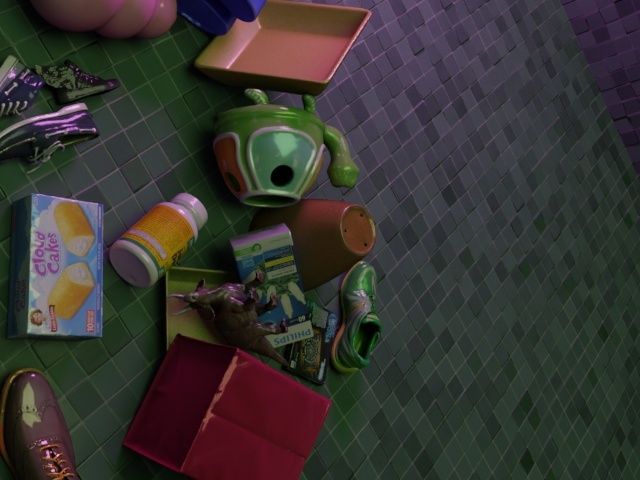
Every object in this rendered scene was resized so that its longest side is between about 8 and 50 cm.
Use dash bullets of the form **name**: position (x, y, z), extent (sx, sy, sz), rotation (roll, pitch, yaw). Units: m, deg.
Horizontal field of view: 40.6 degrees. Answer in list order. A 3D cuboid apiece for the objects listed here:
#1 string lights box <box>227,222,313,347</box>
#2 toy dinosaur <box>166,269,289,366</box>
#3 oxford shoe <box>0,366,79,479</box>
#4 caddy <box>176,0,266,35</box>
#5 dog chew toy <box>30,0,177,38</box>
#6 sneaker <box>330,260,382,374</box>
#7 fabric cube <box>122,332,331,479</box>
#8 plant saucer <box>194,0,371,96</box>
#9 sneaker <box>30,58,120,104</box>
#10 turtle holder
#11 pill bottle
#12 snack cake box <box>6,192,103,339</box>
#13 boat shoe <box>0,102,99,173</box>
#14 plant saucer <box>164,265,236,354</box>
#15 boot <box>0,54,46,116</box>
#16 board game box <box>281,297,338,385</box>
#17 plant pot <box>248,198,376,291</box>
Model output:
- **string lights box**: position (-0.110, 0.105, 1.939), extent (0.133, 0.077, 0.260), rotation (-16, 110, -10)
- **toy dinosaur**: position (-0.171, 0.163, 1.858), extent (0.313, 0.160, 0.121), rotation (51, 25, -37)
- **oxford shoe**: position (-0.480, 0.403, 1.552), extent (0.130, 0.132, 0.364), rotation (-12, 88, -44)
- **caddy**: position (-0.253, -0.628, 1.952), extent (0.341, 0.241, 0.179), rotation (35, 62, -33)
- **dog chew toy**: position (-0.435, -0.511, 1.786), extent (0.332, 0.206, 0.207), rotation (9, 73, -51)
- **sneaker**: position (0.111, 0.194, 2.181), extent (0.109, 0.123, 0.296), rotation (27, 62, -36)
- **fabric cube**: position (-0.186, 0.362, 1.731), extent (0.258, 0.254, 0.259), rotation (35, 72, -31)
- **plant saucer**: position (-0.079, -0.449, 2.046), extent (0.081, 0.332, 0.333), rotation (83, 25, -42)
- **sneaker**: position (-0.497, -0.333, 1.771), extent (0.170, 0.051, 0.089), rotation (-25, 100, -35)
- **turtle holder**: position (-0.094, -0.193, 1.998), extent (0.320, 0.243, 0.227), rotation (14, 69, -48)
- **pill bottle**: position (-0.331, -0.006, 1.808), extent (0.117, 0.117, 0.208), rotation (56, 48, -18)
- **snack cake box**: position (-0.503, 0.055, 1.647), extent (0.152, 0.089, 0.264), rotation (9, 74, -43)
- **boat shoe**: position (-0.537, -0.192, 1.676), extent (0.079, 0.095, 0.254), rotation (57, 38, -3)
- **plant saucer**: position (-0.267, 0.157, 1.880), extent (0.188, 0.045, 0.188), rotation (8, 74, -43)
- **boot**: position (-0.596, -0.262, 1.644), extent (0.086, 0.069, 0.190), rotation (34, 57, -22)
- **board game box**: position (-0.024, 0.246, 2.107), extent (0.126, 0.026, 0.186), rotation (32, 59, -35)
- **plant pot**: position (0.000, 0.000, 2.031), extent (0.237, 0.254, 0.237), rotation (11, 73, -42)
